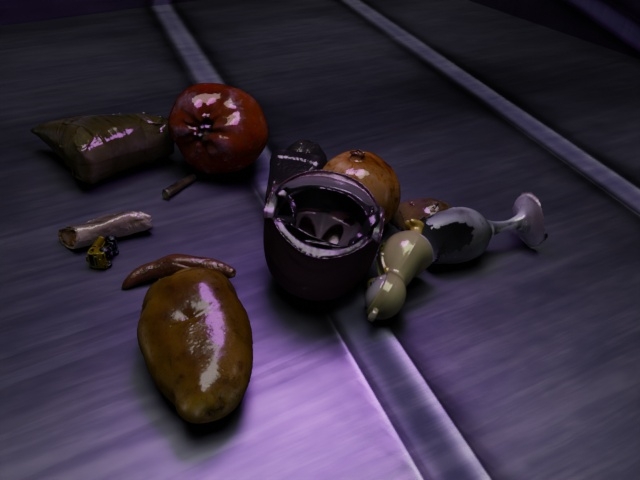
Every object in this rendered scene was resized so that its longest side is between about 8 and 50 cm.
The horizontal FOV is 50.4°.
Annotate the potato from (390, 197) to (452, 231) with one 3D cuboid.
[{"bbox_3d":[0.266,-0.065,1.738,0.172,0.089,0.101,5,37,1],"label":"potato"}]

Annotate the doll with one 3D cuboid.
[{"bbox_3d":[0.160,0.069,1.495,0.117,0.141,0.296,39,45,3],"label":"doll"}]

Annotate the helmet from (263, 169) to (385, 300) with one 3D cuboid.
[{"bbox_3d":[0.000,0.000,1.527,0.270,0.197,0.338,10,31,-2],"label":"helmet"}]

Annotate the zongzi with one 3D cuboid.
[{"bbox_3d":[-0.633,-0.306,1.986,0.323,0.160,0.360,-22,34,-40],"label":"zongzi"}]

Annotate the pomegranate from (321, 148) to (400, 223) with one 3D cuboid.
[{"bbox_3d":[0.098,-0.134,1.722,0.215,0.215,0.215,2,34,-1],"label":"pomegranate"}]

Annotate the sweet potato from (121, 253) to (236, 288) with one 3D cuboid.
[{"bbox_3d":[-0.316,0.067,1.532,0.255,0.058,0.078,-3,55,-2],"label":"sweet potato"}]

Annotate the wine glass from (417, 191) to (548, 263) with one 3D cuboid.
[{"bbox_3d":[0.385,-0.024,1.649,0.321,0.143,0.143,-13,37,-19],"label":"wine glass"}]

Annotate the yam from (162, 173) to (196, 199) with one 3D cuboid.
[{"bbox_3d":[-0.387,-0.149,1.873,0.027,0.033,0.129,-6,21,33],"label":"yam"}]

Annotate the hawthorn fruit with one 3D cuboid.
[{"bbox_3d":[-0.286,-0.322,1.929,0.284,0.284,0.284,2,34,-1],"label":"hawthorn fruit"}]

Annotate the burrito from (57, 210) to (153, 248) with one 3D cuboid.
[{"bbox_3d":[-0.516,-0.032,1.651,0.226,0.060,0.087,-15,17,-23],"label":"burrito"}]

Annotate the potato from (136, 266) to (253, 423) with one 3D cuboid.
[{"bbox_3d":[-0.234,0.183,1.283,0.195,0.176,0.369,16,29,-33],"label":"potato"}]

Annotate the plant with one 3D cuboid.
[{"bbox_3d":[-0.063,-0.162,1.817,0.164,0.142,0.256,12,46,14],"label":"plant"}]

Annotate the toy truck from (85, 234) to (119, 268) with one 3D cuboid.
[{"bbox_3d":[-0.507,0.027,1.581,0.054,0.049,0.083,2,33,3],"label":"toy truck"}]
